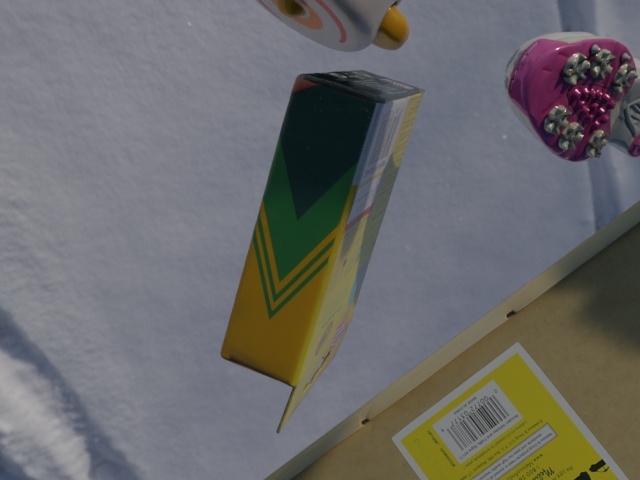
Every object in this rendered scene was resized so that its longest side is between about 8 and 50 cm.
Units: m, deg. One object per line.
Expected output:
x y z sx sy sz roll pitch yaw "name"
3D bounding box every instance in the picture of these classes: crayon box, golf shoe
0.000 0.000 0.775 0.202 0.081 0.318 -36 144 -69 "crayon box"
0.245 -0.149 0.783 0.306 0.140 0.115 0 120 -48 "golf shoe"

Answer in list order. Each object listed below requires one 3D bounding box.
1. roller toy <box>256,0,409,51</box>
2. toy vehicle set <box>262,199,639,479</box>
0.002 -0.299 0.854 0.146 0.191 0.209 -57 148 -4 "roller toy"
0.102 0.120 0.371 0.267 0.166 0.035 -37 167 6 "toy vehicle set"
